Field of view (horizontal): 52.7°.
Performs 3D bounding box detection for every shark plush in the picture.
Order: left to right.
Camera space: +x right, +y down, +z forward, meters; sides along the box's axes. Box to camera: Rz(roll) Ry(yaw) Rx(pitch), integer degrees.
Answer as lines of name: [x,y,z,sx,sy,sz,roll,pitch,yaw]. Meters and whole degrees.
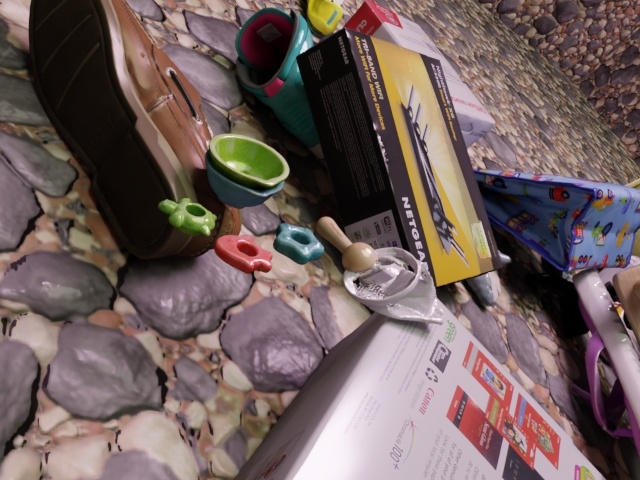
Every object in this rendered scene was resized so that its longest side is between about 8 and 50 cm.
shark plush: [0.205,0.018,0.933,0.067,0.073,0.161,-40,91,-29]

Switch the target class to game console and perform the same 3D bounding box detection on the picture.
game console: [0.410,0.109,1.114,0.107,0.071,0.122,29,17,36]

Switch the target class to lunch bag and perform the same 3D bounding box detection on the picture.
lunch bag: [0.366,-0.068,1.101,0.220,0.138,0.293,0,22,-42]

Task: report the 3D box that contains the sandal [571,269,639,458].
sandal: [0.421,0.205,0.938,0.169,0.102,0.416,53,24,-21]

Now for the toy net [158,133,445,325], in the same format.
toy net: [0.000,0.000,0.498,0.232,0.045,0.122,29,29,2]

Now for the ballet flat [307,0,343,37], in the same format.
ballet flat: [0.008,-0.473,1.246,0.077,0.077,0.231,26,36,-29]

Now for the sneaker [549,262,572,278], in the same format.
sneaker: [0.482,0.025,1.240,0.063,0.073,0.162,54,31,13]

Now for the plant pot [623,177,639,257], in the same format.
plant pot: [0.722,0.000,1.415,0.276,0.276,0.254,-11,72,-55]

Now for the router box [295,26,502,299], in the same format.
router box: [0.109,-0.089,0.814,0.242,0.080,0.309,-8,80,-54]

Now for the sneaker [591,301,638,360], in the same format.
sneaker: [0.526,0.137,1.151,0.069,0.084,0.186,37,32,-15]

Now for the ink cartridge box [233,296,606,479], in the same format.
ink cartridge box: [0.083,0.217,0.465,0.272,0.130,0.309,46,31,2]

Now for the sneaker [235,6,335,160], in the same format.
sneaker: [-0.031,-0.256,0.908,0.178,0.123,0.296,41,31,-27]

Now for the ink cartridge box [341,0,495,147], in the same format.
ink cartridge box: [0.171,-0.287,1.188,0.197,0.114,0.273,-2,54,-53]

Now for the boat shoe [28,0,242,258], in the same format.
boat shoe: [-0.171,-0.120,0.592,0.104,0.110,0.308,-4,67,-56]

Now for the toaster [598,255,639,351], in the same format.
toaster: [0.626,0.132,1.242,0.146,0.129,0.227,15,44,-35]

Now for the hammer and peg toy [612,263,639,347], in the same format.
hammer and peg toy: [0.599,0.166,0.893,0.127,0.265,0.362,23,44,-84]
